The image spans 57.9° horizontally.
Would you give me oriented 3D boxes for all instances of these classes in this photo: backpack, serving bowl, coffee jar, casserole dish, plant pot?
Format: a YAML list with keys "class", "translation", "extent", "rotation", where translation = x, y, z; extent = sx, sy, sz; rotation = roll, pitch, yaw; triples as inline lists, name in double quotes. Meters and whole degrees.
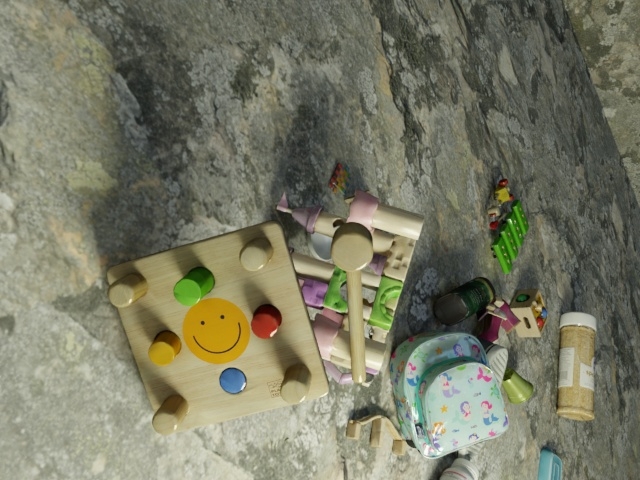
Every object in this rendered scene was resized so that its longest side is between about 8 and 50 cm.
- class: "backpack"
  translation: [0.273, 0.324, 1.257]
  extent: [0.225, 0.191, 0.254]
  rotation: [-12, 84, -14]
- class: "serving bowl"
  translation: [0.000, 0.000, 1.147]
  extent: [0.083, 0.027, 0.084]
  rotation: [13, 72, -47]
- class: "coffee jar"
  translation: [0.375, 0.153, 1.490]
  extent: [0.184, 0.096, 0.079]
  rotation: [-17, 76, -48]
- class: "casserole dish"
  translation: [0.722, 0.747, 1.818]
  extent: [0.114, 0.036, 0.189]
  rotation: [42, 55, -35]
- class: "plant pot"
  translation: [0.557, 0.414, 1.671]
  extent: [0.079, 0.083, 0.083]
  rotation: [49, 49, -16]

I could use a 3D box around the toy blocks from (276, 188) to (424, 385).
- class: "toy blocks"
  translation: [0.010, 0.083, 1.034]
  extent: [0.309, 0.259, 0.289]
  rotation: [83, 24, -71]

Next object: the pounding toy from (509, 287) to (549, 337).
- class: "pounding toy"
  translation: [0.653, 0.217, 1.794]
  extent: [0.130, 0.100, 0.141]
  rotation: [-43, 114, -45]

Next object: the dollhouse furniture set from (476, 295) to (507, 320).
- class: "dollhouse furniture set"
  translation: [0.483, 0.162, 1.593]
  extent: [0.081, 0.091, 0.114]
  rotation: [19, 40, -15]

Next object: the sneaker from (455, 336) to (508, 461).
- class: "sneaker"
  translation: [0.363, 0.382, 1.428]
  extent: [0.126, 0.127, 0.322]
  rotation: [-7, 113, -43]

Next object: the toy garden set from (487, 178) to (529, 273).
- class: "toy garden set"
  translation: [0.560, -0.052, 1.785]
  extent: [0.244, 0.049, 0.204]
  rotation: [-50, 121, -40]

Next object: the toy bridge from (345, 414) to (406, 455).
- class: "toy bridge"
  translation: [0.119, 0.397, 1.206]
  extent: [0.188, 0.026, 0.063]
  rotation: [34, 56, -40]

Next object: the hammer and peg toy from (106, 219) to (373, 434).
- class: "hammer and peg toy"
  translation: [-0.086, 0.116, 0.790]
  extent: [0.127, 0.361, 0.266]
  rotation: [-64, 139, -80]

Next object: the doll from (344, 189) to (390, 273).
- class: "doll"
  translation: [0.114, -0.013, 1.266]
  extent: [0.129, 0.046, 0.189]
  rotation: [-28, 103, -47]

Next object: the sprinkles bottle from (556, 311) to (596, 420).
- class: "sprinkles bottle"
  translation: [0.886, 0.431, 2.002]
  extent: [0.121, 0.121, 0.356]
  rotation: [35, 58, -39]

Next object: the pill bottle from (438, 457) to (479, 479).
- class: "pill bottle"
  translation: [0.308, 0.586, 1.337]
  extent: [0.160, 0.087, 0.087]
  rotation: [-40, 112, -45]

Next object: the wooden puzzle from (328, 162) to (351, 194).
- class: "wooden puzzle"
  translation: [0.045, -0.131, 1.240]
  extent: [0.049, 0.006, 0.083]
  rotation: [46, 51, -33]

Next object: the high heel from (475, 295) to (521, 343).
- class: "high heel"
  translation: [0.452, 0.235, 1.605]
  extent: [0.244, 0.082, 0.117]
  rotation: [-29, 66, -32]
